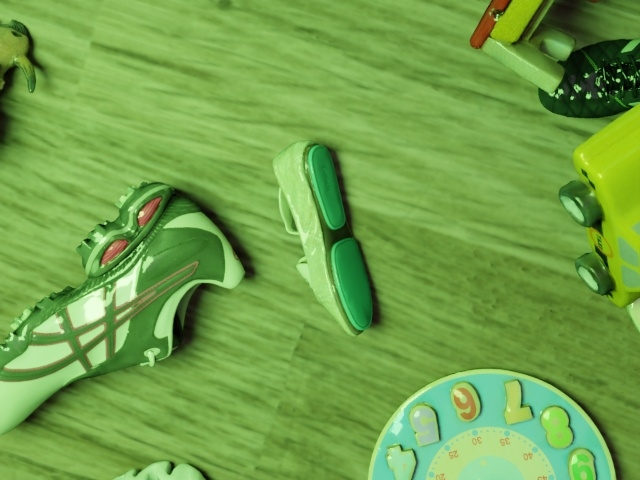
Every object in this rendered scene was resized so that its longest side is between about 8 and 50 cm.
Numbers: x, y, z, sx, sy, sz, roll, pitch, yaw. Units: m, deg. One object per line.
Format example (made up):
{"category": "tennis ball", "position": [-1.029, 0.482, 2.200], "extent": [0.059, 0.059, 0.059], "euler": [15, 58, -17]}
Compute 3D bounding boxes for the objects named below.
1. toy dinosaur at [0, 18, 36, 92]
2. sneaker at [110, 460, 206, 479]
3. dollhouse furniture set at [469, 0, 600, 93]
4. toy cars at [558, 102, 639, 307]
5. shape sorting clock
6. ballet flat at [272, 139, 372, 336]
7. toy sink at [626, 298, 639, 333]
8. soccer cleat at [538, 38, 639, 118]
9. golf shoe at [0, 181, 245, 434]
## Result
{"category": "toy dinosaur", "position": [-0.366, -0.058, 0.785], "extent": [0.201, 0.127, 0.295], "euler": [18, 102, -3]}
{"category": "sneaker", "position": [-0.232, 0.275, 0.797], "extent": [0.292, 0.118, 0.110], "euler": [-23, 94, 8]}
{"category": "dollhouse furniture set", "position": [0.206, -0.314, 0.627], "extent": [0.152, 0.201, 0.374], "euler": [32, 132, 2]}
{"category": "toy cars", "position": [0.279, -0.093, 0.634], "extent": [0.177, 0.087, 0.393], "euler": [-4, 129, -34]}
{"category": "shape sorting clock", "position": [0.142, 0.210, 0.793], "extent": [0.206, 0.040, 0.206], "euler": [0, 95, 5]}
{"category": "ballet flat", "position": [0.000, 0.000, 0.793], "extent": [0.052, 0.057, 0.168], "euler": [-14, 89, 34]}
{"category": "toy sink", "position": [0.379, 0.053, 0.712], "extent": [0.234, 0.131, 0.152], "euler": [-33, 90, 8]}
{"category": "soccer cleat", "position": [0.261, -0.134, 0.738], "extent": [0.179, 0.072, 0.060], "euler": [-9, 93, 6]}
{"category": "golf shoe", "position": [-0.185, 0.078, 0.786], "extent": [0.120, 0.105, 0.273], "euler": [42, 98, -6]}
